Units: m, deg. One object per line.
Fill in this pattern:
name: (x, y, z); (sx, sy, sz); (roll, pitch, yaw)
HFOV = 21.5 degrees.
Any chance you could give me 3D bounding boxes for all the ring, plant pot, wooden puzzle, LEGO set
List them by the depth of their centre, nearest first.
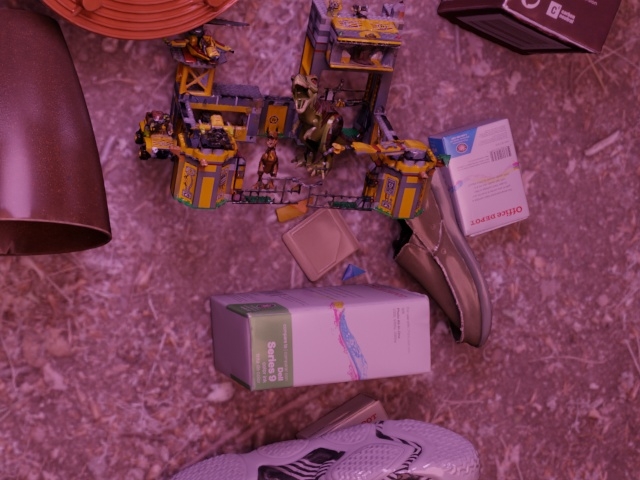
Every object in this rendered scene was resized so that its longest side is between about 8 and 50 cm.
ring: (-0.159, -0.357, 1.670); (0.337, 0.032, 0.336); (-14, 119, -26)
plant pot: (-0.325, -0.114, 1.738); (0.215, 0.215, 0.230); (1, 80, -19)
LEGO set: (-0.022, -0.161, 1.795); (0.331, 0.255, 0.192); (6, 120, -9)
wooden puzzle: (0.000, 0.000, 1.948); (0.079, 0.014, 0.116); (-29, 103, -10)

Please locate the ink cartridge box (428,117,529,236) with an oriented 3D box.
ink cartridge box: (0.187, -0.074, 1.985); (0.089, 0.052, 0.122); (-17, 99, -17)

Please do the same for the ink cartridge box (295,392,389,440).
ink cartridge box: (0.047, 0.260, 1.965); (0.099, 0.056, 0.135); (-30, 104, -14)

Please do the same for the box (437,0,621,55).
box: (0.291, -0.407, 1.920); (0.143, 0.191, 0.381); (22, 89, -20)

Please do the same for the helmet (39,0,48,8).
helmet: (-0.240, -0.318, 1.758); (0.162, 0.169, 0.169); (-23, 102, -9)

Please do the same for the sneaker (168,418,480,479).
sneaker: (0.015, 0.330, 1.875); (0.366, 0.137, 0.210); (-12, 108, 13)

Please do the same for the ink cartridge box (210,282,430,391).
ink cartridge box: (0.000, 0.105, 1.882); (0.212, 0.154, 0.093); (-6, 97, -19)

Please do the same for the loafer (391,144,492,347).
loafer: (0.124, 0.014, 1.959); (0.087, 0.094, 0.251); (-22, 93, -11)
